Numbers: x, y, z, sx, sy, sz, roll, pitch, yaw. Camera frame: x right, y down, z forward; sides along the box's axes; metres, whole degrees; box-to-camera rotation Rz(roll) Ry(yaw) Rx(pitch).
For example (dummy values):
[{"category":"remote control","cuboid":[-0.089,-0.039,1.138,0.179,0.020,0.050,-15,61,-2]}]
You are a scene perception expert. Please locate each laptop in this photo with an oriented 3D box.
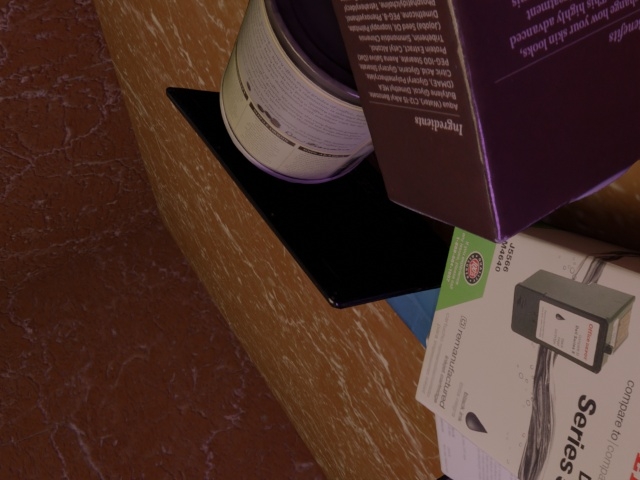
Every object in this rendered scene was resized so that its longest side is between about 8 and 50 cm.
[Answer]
[{"category":"laptop","cuboid":[0.000,0.000,0.918,0.382,0.408,0.236,50,125,28]}]

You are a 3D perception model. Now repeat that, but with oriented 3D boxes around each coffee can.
[{"category":"coffee can","cuboid":[0.016,-0.184,0.637,0.201,0.202,0.275,61,161,-1]}]

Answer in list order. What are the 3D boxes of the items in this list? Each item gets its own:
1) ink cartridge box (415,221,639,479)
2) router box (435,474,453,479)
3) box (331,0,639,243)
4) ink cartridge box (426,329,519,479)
[{"category":"ink cartridge box","cuboid":[0.220,0.103,0.534,0.273,0.115,0.198,28,109,59]},{"category":"router box","cuboid":[0.227,0.401,1.063,0.038,0.123,0.092,59,162,21]},{"category":"box","cuboid":[0.104,-0.214,0.391,0.143,0.191,0.381,28,142,58]},{"category":"ink cartridge box","cuboid":[0.315,0.267,0.760,0.385,0.091,0.308,23,141,36]}]
